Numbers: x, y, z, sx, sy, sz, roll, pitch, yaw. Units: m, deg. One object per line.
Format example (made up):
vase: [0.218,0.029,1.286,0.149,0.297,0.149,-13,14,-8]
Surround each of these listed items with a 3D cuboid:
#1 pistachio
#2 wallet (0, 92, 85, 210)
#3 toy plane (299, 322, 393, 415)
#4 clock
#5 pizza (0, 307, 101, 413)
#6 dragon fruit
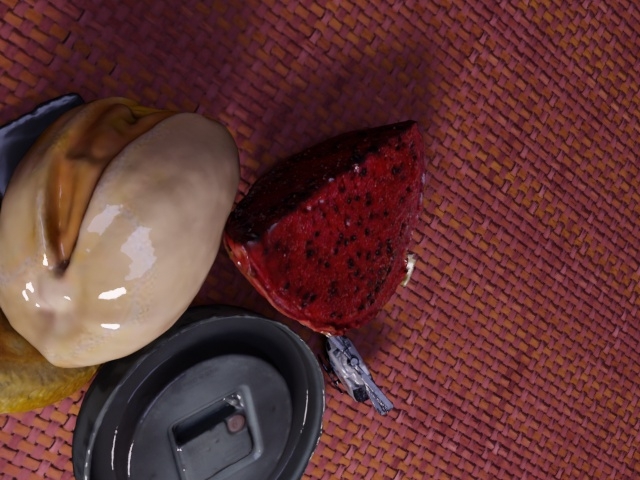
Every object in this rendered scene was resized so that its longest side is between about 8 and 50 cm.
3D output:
pistachio: [-0.209,-0.016,0.854,0.230,0.229,0.309,37,54,-24]
wallet: [-0.282,-0.019,0.961,0.146,0.030,0.285,-31,108,-16]
toy plane: [0.027,0.146,1.098,0.053,0.078,0.197,-32,94,-16]
clock: [-0.140,0.232,0.990,0.325,0.067,0.325,-14,114,-33]
pizza: [-0.348,0.101,0.814,0.258,0.268,0.087,41,107,-13]
dragon fruit: [0.000,0.000,1.031,0.317,0.152,0.205,-36,119,-34]
